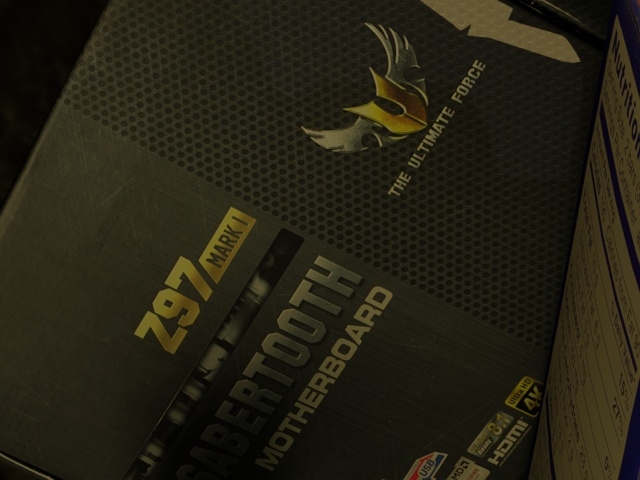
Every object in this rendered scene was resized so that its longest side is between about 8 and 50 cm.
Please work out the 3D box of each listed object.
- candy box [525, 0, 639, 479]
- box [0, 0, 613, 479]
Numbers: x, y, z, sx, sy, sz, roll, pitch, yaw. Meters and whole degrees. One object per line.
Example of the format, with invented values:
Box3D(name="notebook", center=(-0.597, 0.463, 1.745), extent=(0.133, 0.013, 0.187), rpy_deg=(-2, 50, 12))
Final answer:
Box3D(name="candy box", center=(0.195, 0.083, 0.514), extent=(0.268, 0.122, 0.317), rpy_deg=(0, 129, -5))
Box3D(name="box", center=(0.000, 0.000, 0.562), extent=(0.183, 0.059, 0.233), rpy_deg=(28, 121, -10))
